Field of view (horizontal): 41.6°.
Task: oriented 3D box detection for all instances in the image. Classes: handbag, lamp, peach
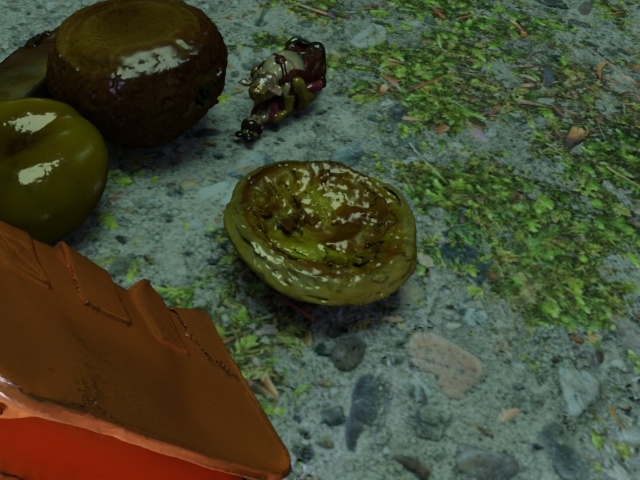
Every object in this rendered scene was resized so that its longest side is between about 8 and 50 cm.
[{"bbox_3d":[-0.227,0.128,0.832,0.116,0.410,0.303,-45,49,8],"label":"handbag"},{"bbox_3d":[-0.078,-0.273,1.491,0.118,0.118,0.253,25,43,18],"label":"lamp"},{"bbox_3d":[-0.425,-0.102,1.205,0.251,0.153,0.251,0,57,1],"label":"peach"}]

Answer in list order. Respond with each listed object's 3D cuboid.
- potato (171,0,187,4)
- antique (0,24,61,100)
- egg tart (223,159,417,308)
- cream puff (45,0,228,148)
[{"bbox_3d":[-0.297,-0.389,1.575,0.157,0.157,0.194,6,28,-2],"label":"potato"},{"bbox_3d":[-0.486,-0.268,1.436,0.093,0.087,0.310,14,42,8],"label":"antique"},{"bbox_3d":[0.000,0.000,1.195,0.290,0.115,0.290,6,42,-6],"label":"egg tart"},{"bbox_3d":[-0.293,-0.266,1.373,0.303,0.212,0.303,-3,42,3],"label":"cream puff"}]
